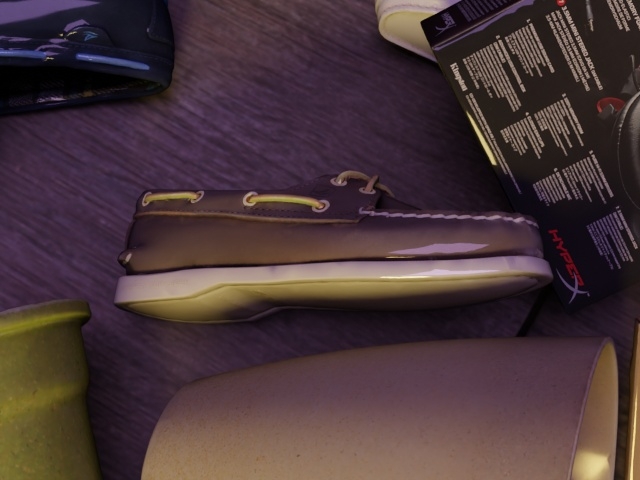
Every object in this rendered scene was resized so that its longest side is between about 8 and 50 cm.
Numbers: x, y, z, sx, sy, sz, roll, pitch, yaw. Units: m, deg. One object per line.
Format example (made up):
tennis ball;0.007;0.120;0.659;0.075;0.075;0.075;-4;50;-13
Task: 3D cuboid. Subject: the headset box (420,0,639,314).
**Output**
headset box;0.248;-0.116;0.759;0.293;0.110;0.218;-27;108;10

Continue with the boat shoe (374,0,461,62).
boat shoe;0.167;-0.132;0.859;0.277;0.098;0.096;16;73;6

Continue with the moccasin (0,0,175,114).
moccasin;-0.282;-0.130;0.860;0.342;0.137;0.116;-16;77;-2

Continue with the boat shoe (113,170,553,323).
boat shoe;0.000;0.000;0.780;0.325;0.117;0.096;-5;72;27

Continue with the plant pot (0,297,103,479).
plant pot;-0.236;0.204;0.707;0.276;0.276;0.253;-21;85;-4

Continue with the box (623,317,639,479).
box;0.291;0.153;0.758;0.165;0.021;0.201;1;100;3

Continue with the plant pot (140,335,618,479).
plant pot;0.034;0.170;0.716;0.274;0.256;0.256;7;72;22
